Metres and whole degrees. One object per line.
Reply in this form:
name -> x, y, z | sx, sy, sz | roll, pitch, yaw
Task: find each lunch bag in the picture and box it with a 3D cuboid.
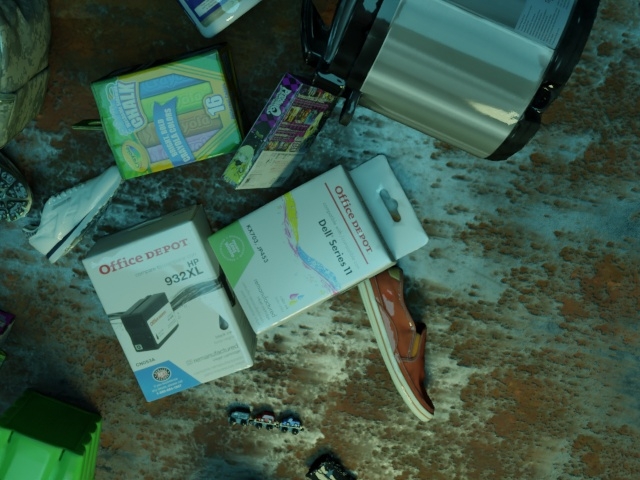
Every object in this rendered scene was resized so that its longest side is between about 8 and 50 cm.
lunch bag -> -0.566, -0.323, 1.509 | 0.212, 0.305, 0.256 | 18, 111, -6

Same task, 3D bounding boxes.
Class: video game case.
video game case -> -0.063, -0.185, 1.591 | 0.042, 0.232, 0.210 | 37, 105, 11

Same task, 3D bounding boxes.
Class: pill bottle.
pill bottle -> -0.212, -0.489, 1.536 | 0.153, 0.153, 0.265 | -34, 105, 9

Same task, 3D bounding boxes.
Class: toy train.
toy train -> -0.110, 0.367, 1.861 | 0.158, 0.027, 0.036 | 10, 95, -3

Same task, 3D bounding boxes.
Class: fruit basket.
fruit basket -> -0.553, 0.509, 1.720 | 0.283, 0.392, 0.392 | 22, 105, -7

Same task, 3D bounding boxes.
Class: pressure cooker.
pressure cooker -> 0.185, -0.365, 1.458 | 0.420, 0.370, 0.375 | 22, 134, -5

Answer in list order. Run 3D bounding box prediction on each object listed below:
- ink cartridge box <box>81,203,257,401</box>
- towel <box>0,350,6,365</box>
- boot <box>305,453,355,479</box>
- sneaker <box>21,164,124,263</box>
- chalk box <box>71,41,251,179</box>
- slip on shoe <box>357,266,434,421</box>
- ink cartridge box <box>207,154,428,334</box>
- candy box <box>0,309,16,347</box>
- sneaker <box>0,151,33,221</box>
ink cartridge box -> -0.279, 0.117, 1.729 | 0.223, 0.129, 0.307 | -19, 106, 5
towel -> -0.727, 0.300, 1.834 | 0.102, 0.021, 0.237 | 30, 104, -8
boot -> 0.009, 0.510, 1.894 | 0.121, 0.045, 0.099 | -45, 105, 4
sneaker -> -0.457, -0.064, 1.700 | 0.095, 0.090, 0.235 | 45, 100, -3
chalk box -> -0.285, -0.221, 1.604 | 0.289, 0.180, 0.179 | -14, 106, 5
slip on shoe -> 0.165, 0.201, 1.771 | 0.101, 0.123, 0.331 | -20, 101, 1
ink cartridge box -> 0.000, 0.000, 1.673 | 0.353, 0.119, 0.207 | -29, 84, 7
candy box -> -0.682, 0.180, 1.688 | 0.159, 0.233, 0.071 | 24, 104, -7
sneaker -> -0.636, -0.144, 1.649 | 0.110, 0.122, 0.283 | -43, 96, 1
